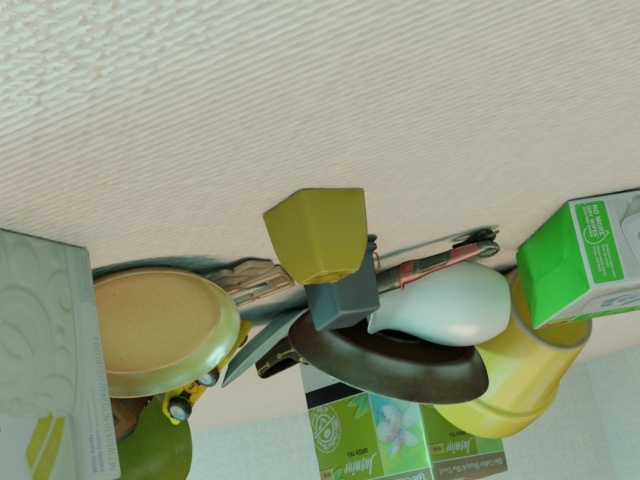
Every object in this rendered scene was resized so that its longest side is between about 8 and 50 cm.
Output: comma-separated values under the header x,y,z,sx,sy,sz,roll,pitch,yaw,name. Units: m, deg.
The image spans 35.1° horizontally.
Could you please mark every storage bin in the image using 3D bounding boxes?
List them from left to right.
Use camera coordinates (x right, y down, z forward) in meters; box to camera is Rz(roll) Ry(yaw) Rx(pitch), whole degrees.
x,y,z,sx,sy,sz,roll,pitch,yaw,name
0.031,0.058,1.279,0.098,0.091,0.135,-7,166,-20,storage bin

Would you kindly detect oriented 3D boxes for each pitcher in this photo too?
x,y,z,sx,sy,sz,roll,pitch,yaw,name
0.162,0.089,1.496,0.207,0.126,0.178,0,-174,-6,pitcher

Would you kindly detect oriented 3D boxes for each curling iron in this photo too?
x,y,z,sx,sy,sz,roll,pitch,yaw,name
0.119,0.048,1.370,0.274,0.035,0.068,-23,166,13,curling iron

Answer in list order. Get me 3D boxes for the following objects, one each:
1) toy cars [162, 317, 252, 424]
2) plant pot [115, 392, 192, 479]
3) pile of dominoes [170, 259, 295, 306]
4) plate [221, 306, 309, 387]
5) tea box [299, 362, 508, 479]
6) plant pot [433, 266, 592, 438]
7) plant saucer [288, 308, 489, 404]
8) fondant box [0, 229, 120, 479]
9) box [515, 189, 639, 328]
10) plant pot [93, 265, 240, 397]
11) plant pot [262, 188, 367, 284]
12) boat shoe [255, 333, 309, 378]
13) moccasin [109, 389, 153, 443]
x,y,z,sx,sy,sz,roll,pitch,yaw,name
-0.187,0.177,1.502,0.176,0.087,0.393,-53,-179,-9,toy cars
-0.418,0.365,1.691,0.353,0.367,0.366,-16,173,-46,plant pot
-0.168,0.067,1.311,0.251,0.040,0.196,-21,165,1,pile of dominoes
-0.093,0.162,1.598,0.188,0.024,0.188,-43,173,-6,plate
0.160,0.348,2.054,0.220,0.324,0.329,1,161,-41,tea box
0.321,0.170,1.697,0.254,0.254,0.239,-4,149,-31,plant pot
0.108,0.152,1.515,0.310,0.050,0.310,14,-164,-4,plant saucer
-0.319,0.110,0.884,0.096,0.238,0.330,-17,165,21,fondant box
0.422,0.020,1.395,0.231,0.127,0.262,-8,165,-8,box
-0.216,0.107,1.219,0.236,0.032,0.236,-11,138,-10,plant pot
0.000,0.000,1.040,0.081,0.083,0.081,-2,164,-35,plant pot
-0.031,0.187,1.782,0.227,0.069,0.081,-23,162,39,boat shoe
-0.328,0.200,1.452,0.139,0.147,0.380,-28,-176,0,moccasin
